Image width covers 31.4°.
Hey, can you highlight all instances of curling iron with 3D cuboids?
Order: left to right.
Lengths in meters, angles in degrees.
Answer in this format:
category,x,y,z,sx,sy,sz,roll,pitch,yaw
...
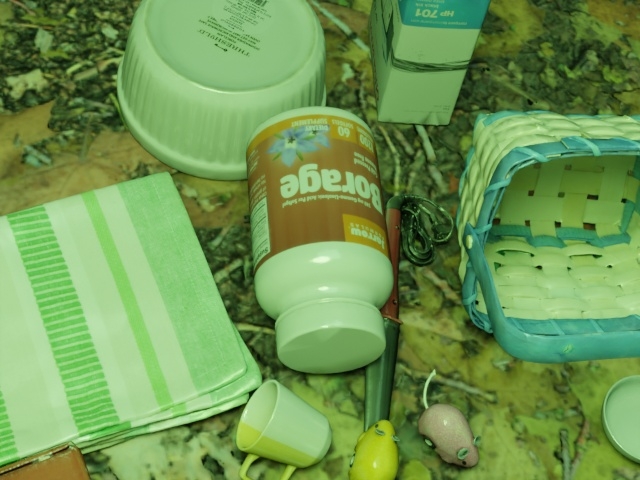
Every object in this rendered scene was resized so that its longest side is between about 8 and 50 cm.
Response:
category,x,y,z,sx,sy,sz,roll,pitch,yaw
curling iron,0.070,0.068,1.018,0.068,0.035,0.274,15,56,-1

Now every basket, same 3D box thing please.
category,x,y,z,sx,sy,sz,roll,pitch,yaw
basket,0.247,0.008,0.973,0.255,0.201,0.289,2,27,-9

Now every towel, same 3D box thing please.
category,x,y,z,sx,sy,sz,roll,pitch,yaw
towel,-0.240,0.074,0.956,0.325,0.038,0.247,-16,62,-20

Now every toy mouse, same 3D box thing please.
category,x,y,z,sx,sy,sz,roll,pitch,yaw
toy mouse,0.098,0.190,0.935,0.143,0.031,0.161,27,65,-5

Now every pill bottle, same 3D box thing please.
category,x,y,z,sx,sy,sz,roll,pitch,yaw
pill bottle,0.000,0.000,0.997,0.121,0.121,0.216,0,59,-11

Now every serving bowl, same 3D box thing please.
category,x,y,z,sx,sy,sz,roll,pitch,yaw
serving bowl,0.285,0.162,1.004,0.083,0.027,0.083,5,58,-7

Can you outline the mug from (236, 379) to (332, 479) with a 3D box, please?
category,x,y,z,sx,sy,sz,roll,pitch,yaw
mug,-0.030,0.160,0.932,0.064,0.078,0.062,30,25,-21

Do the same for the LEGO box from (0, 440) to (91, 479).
category,x,y,z,sx,sy,sz,roll,pitch,yaw
LEGO box,-0.306,0.393,0.647,0.500,0.193,0.372,-18,63,-21

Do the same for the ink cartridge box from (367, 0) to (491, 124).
category,x,y,z,sx,sy,sz,roll,pitch,yaw
ink cartridge box,0.102,-0.225,1.117,0.082,0.190,0.139,1,58,-8

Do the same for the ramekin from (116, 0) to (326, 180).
category,x,y,z,sx,sy,sz,roll,pitch,yaw
ramekin,-0.091,-0.171,1.096,0.207,0.109,0.207,5,57,-7
